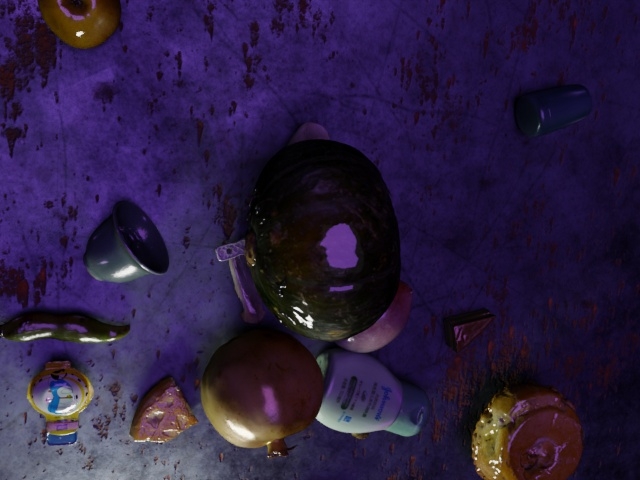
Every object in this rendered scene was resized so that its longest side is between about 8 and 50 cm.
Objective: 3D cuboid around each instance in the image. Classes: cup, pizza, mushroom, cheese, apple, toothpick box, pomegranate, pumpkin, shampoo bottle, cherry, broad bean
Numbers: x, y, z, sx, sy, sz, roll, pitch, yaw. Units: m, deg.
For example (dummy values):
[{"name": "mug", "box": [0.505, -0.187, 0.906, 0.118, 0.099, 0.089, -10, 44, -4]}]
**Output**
[{"name": "cup", "box": [-0.478, 0.026, 1.615, 0.150, 0.199, 0.199, -30, 109, 12]}, {"name": "pizza", "box": [-0.396, 0.450, 1.781, 0.161, 0.062, 0.182, 22, 91, -12]}, {"name": "mushroom", "box": [-0.056, -0.198, 1.714, 0.097, 0.088, 0.212, 18, 104, -48]}, {"name": "cheese", "box": [-0.142, 0.001, 1.742, 0.255, 0.050, 0.127, -19, 107, -15]}, {"name": "cheese", "box": [-0.645, 0.410, 1.699, 0.156, 0.064, 0.250, -1, 114, -14]}, {"name": "apple", "box": [-0.523, -0.514, 1.479, 0.182, 0.155, 0.182, -3, 102, -17]}, {"name": "toothpick box", "box": [0.636, -0.359, 1.849, 0.184, 0.120, 0.120, -18, 106, -14]}, {"name": "pomegranate", "box": [-0.141, 0.384, 1.704, 0.319, 0.319, 0.319, -3, 103, -15]}, {"name": "pumpkin", "box": [0.000, 0.000, 1.530, 0.344, 0.454, 0.454, -9, 104, -7]}, {"name": "mushroom", "box": [-0.195, 0.117, 1.766, 0.059, 0.054, 0.202, -23, 103, -31]}, {"name": "shampoo bottle", "box": [0.142, 0.433, 1.870, 0.349, 0.151, 0.222, 23, 82, -19]}, {"name": "cherry", "box": [0.115, 0.181, 1.763, 0.206, 0.239, 0.239, -36, 110, -31]}, {"name": "broad bean", "box": [-0.638, 0.212, 1.657, 0.339, 0.061, 0.077, 4, 108, -15]}]

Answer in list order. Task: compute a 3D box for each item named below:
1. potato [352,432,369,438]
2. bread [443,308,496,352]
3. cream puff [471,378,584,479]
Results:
[{"name": "potato", "box": [0.104, 0.531, 1.938, 0.092, 0.045, 0.046, 57, 45, -20]}, {"name": "bread", "box": [0.432, 0.257, 1.952, 0.139, 0.074, 0.084, -13, 105, -14]}, {"name": "cream puff", "box": [0.583, 0.563, 1.976, 0.327, 0.231, 0.343, -28, 104, -10]}]
